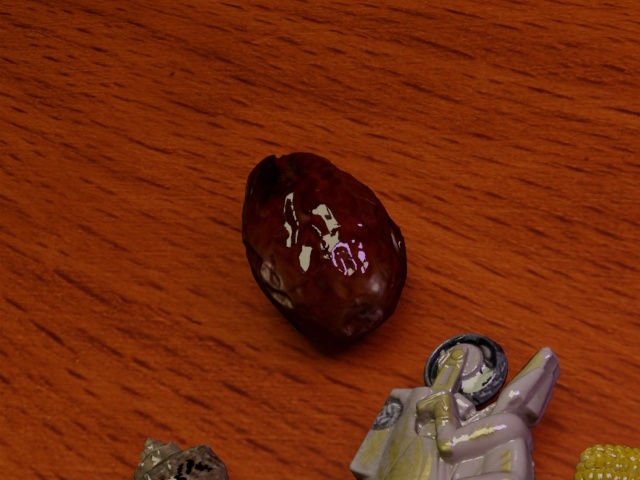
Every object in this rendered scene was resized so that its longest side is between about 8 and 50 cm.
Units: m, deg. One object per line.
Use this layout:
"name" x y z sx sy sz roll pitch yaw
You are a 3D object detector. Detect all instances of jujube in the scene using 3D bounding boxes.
"jujube" 0.000 0.000 1.335 0.197 0.197 0.290 -22 42 -5

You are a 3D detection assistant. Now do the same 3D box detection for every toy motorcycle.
"toy motorcycle" 0.138 0.242 1.095 0.223 0.108 0.341 12 56 39

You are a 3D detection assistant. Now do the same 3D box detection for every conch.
"conch" -0.160 0.311 1.152 0.155 0.130 0.207 -40 62 24

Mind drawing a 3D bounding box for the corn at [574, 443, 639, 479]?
"corn" 0.364 0.258 1.020 0.244 0.093 0.093 8 48 24
